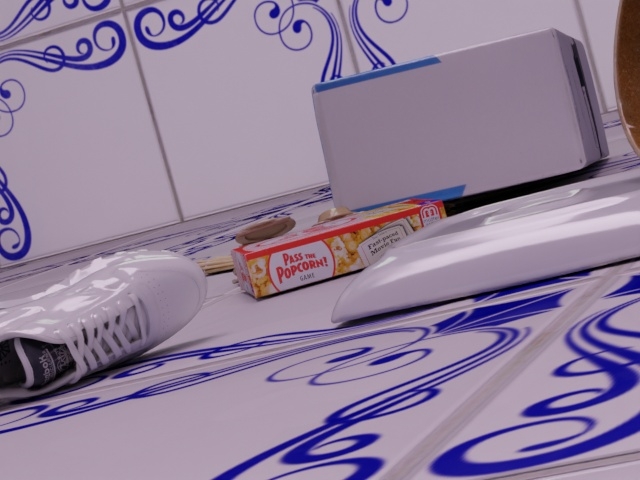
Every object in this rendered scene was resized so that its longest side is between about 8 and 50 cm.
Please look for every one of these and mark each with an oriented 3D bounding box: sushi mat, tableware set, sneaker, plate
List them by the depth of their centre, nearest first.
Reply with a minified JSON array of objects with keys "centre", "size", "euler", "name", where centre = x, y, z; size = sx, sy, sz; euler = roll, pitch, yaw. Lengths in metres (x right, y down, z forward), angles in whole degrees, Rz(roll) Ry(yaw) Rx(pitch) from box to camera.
[{"centre":[0.168,-0.008,1.329],"size":[0.277,0.045,0.278],"euler":[-15,3,20],"name":"plate"},{"centre":[-0.187,0.075,1.365],"size":[0.235,0.090,0.095],"euler":[-21,18,-22],"name":"sneaker"},{"centre":[-0.023,0.001,1.832],"size":[0.141,0.020,0.169],"euler":[-14,-16,-10],"name":"tableware set"},{"centre":[0.000,0.000,2.063],"size":[0.151,0.019,0.316],"euler":[-17,4,-41],"name":"sushi mat"}]

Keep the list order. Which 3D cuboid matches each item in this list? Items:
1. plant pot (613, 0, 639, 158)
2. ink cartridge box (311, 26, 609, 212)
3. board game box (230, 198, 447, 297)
[{"centre":[0.381,-0.148,1.294],"size":[0.254,0.237,0.237],"euler":[8,-4,-19],"name":"plant pot"},{"centre":[0.180,-0.139,2.117],"size":[0.285,0.166,0.395],"euler":[-13,1,13],"name":"ink cartridge box"},{"centre":[0.017,0.006,1.699],"size":[0.193,0.045,0.147],"euler":[-16,4,-8],"name":"board game box"}]
